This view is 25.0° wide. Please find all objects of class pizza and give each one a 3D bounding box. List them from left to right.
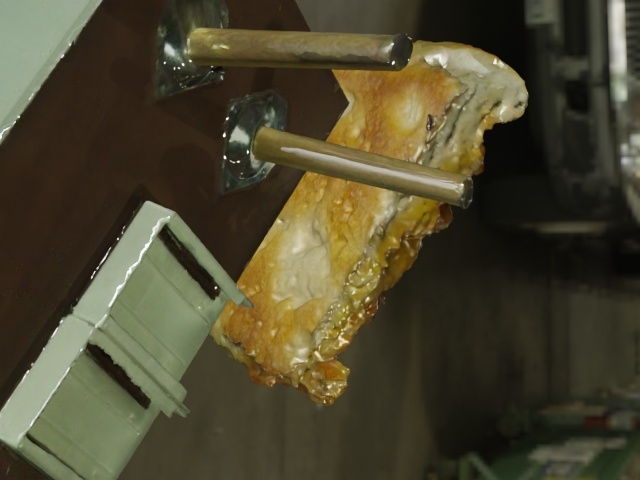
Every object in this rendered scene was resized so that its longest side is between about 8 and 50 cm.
[{"bbox_3d":[0.000,0.000,0.894,0.086,0.335,0.226,21,55,-35],"label":"pizza"}]

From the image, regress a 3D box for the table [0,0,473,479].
[{"bbox_3d":[-0.058,0.027,0.386,0.240,0.111,0.121,-59,148,-16],"label":"table"}]
